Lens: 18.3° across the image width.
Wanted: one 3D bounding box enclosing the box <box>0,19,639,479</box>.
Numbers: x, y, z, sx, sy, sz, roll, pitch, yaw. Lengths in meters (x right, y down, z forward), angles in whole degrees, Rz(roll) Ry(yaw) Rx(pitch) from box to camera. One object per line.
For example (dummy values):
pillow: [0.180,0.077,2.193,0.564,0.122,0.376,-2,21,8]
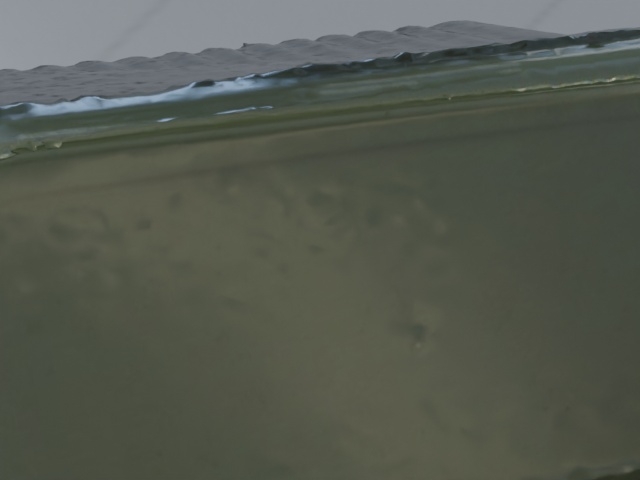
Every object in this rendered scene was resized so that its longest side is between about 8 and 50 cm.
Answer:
box: [0.000,0.000,0.553,0.274,0.178,0.138,-7,-74,-19]
